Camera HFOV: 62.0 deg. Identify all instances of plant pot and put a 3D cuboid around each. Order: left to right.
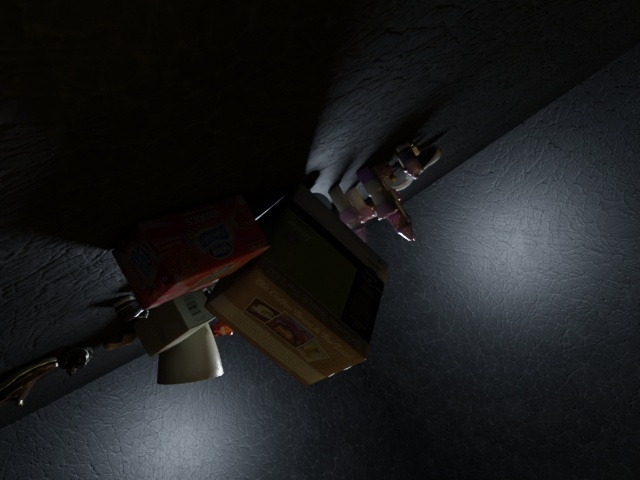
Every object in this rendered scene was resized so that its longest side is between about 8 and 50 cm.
[{"bbox_3d":[-0.527,0.406,2.107,0.256,0.274,0.256,-7,175,-1],"label":"plant pot"}]

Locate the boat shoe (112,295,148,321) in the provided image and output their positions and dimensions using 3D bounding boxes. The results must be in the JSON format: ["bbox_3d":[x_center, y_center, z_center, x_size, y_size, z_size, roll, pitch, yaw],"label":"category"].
[{"bbox_3d":[-0.512,0.193,1.471,0.075,0.065,0.206,-31,175,-5],"label":"boat shoe"}]

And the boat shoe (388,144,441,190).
[{"bbox_3d":[0.321,-0.261,1.872,0.227,0.079,0.081,-38,166,13],"label":"boat shoe"}]

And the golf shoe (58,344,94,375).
[{"bbox_3d":[-0.763,0.361,1.688,0.198,0.077,0.094,-30,-169,46],"label":"golf shoe"}]

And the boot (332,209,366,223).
[{"bbox_3d":[0.002,-0.001,2.231,0.367,0.146,0.445,-30,179,10],"label":"boot"}]

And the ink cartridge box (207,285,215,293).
[{"bbox_3d":[-0.339,0.181,1.869,0.086,0.148,0.203,-30,174,-16],"label":"ink cartridge box"}]

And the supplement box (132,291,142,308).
[{"bbox_3d":[-0.435,0.136,1.418,0.083,0.056,0.083,-32,174,8],"label":"supplement box"}]

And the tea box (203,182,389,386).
[{"bbox_3d":[-0.041,0.106,1.283,0.220,0.329,0.324,-35,-159,37],"label":"tea box"}]

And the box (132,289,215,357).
[{"bbox_3d":[-0.512,0.279,1.850,0.311,0.148,0.121,-37,171,40],"label":"box"}]

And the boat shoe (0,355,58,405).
[{"bbox_3d":[-0.862,0.423,1.503,0.257,0.095,0.095,-28,174,-32],"label":"boat shoe"}]

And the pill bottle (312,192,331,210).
[{"bbox_3d":[-0.043,-0.060,1.491,0.108,0.108,0.193,-28,174,-30],"label":"pill bottle"}]

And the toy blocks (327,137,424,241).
[{"bbox_3d":[0.232,-0.116,1.675,0.309,0.260,0.288,-32,174,17],"label":"toy blocks"}]

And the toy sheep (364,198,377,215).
[{"bbox_3d":[0.229,-0.144,2.360,0.091,0.091,0.132,-32,169,10],"label":"toy sheep"}]

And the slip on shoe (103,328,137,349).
[{"bbox_3d":[-0.722,0.355,1.937,0.135,0.051,0.041,-17,154,-46],"label":"slip on shoe"}]

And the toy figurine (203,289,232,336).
[{"bbox_3d":[-0.392,0.284,2.174,0.148,0.213,0.209,-18,171,-17],"label":"toy figurine"}]

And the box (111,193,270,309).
[{"bbox_3d":[-0.236,0.015,1.009,0.122,0.128,0.257,-35,173,38],"label":"box"}]
